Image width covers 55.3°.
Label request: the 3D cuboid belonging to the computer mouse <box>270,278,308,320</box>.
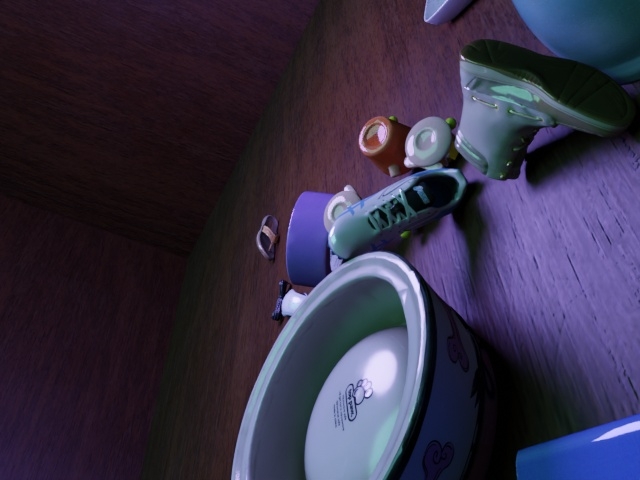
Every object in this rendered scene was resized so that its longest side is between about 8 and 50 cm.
[{"bbox_3d":[-0.078,0.148,1.481,0.193,0.042,0.106,-7,63,70],"label":"computer mouse"}]

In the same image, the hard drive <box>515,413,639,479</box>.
[{"bbox_3d":[0.266,0.221,0.423,0.319,0.040,0.210,-47,29,49],"label":"hard drive"}]

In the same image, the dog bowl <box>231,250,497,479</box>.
[{"bbox_3d":[0.052,0.226,0.783,0.408,0.150,0.408,-48,24,29],"label":"dog bowl"}]

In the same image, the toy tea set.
[{"bbox_3d":[0.127,-0.065,1.079,0.200,0.124,0.336,29,96,42],"label":"toy tea set"}]

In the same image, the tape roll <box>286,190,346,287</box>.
[{"bbox_3d":[0.000,0.000,1.208,0.189,0.080,0.189,7,-90,-74],"label":"tape roll"}]

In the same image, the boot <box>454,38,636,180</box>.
[{"bbox_3d":[0.259,-0.137,0.744,0.077,0.213,0.165,-41,-34,-27],"label":"boot"}]

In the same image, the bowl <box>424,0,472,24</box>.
[{"bbox_3d":[0.264,-0.495,1.179,0.142,0.053,0.142,-35,39,60],"label":"bowl"}]

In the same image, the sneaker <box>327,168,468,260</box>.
[{"bbox_3d":[0.113,-0.046,0.899,0.085,0.237,0.086,58,160,12],"label":"sneaker"}]

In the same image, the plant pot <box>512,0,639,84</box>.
[{"bbox_3d":[0.309,-0.346,0.663,0.293,0.196,0.293,-54,24,38],"label":"plant pot"}]

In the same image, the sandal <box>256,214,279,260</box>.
[{"bbox_3d":[-0.150,-0.017,1.847,0.049,0.072,0.180,-30,34,30],"label":"sandal"}]
